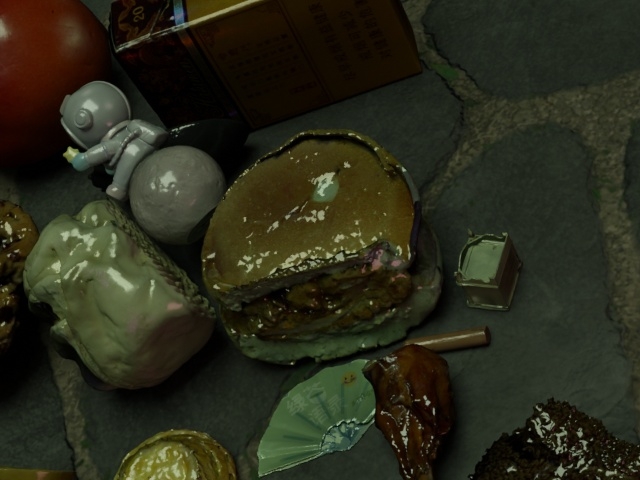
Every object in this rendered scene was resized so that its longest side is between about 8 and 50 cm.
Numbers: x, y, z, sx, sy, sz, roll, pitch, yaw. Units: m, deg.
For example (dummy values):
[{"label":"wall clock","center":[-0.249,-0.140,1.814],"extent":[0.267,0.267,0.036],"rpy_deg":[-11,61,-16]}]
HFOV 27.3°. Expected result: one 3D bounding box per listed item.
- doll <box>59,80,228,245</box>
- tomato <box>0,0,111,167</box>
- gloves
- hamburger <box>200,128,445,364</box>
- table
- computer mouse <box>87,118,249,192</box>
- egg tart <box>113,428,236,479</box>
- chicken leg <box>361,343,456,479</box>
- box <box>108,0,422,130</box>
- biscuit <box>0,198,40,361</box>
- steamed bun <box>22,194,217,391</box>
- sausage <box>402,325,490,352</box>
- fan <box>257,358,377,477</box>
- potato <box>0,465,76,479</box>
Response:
[{"label":"doll","center":[-0.262,-0.121,1.893],"extent":[0.287,0.151,0.151],"rpy_deg":[43,80,11]},{"label":"tomato","center":[-0.496,-0.287,2.170],"extent":[0.321,0.321,0.321],"rpy_deg":[-12,53,16]},{"label":"gloves","center":[0.304,0.295,1.491],"extent":[0.312,0.135,0.210],"rpy_deg":[2,67,29]},{"label":"hamburger","center":[0.000,0.000,1.798],"extent":[0.318,0.195,0.277],"rpy_deg":[-13,50,13]},{"label":"table","center":[0.221,0.038,1.741],"extent":[0.062,0.083,0.079],"rpy_deg":[6,61,26]},{"label":"computer mouse","center":[-0.233,-0.112,2.023],"extent":[0.264,0.147,0.088],"rpy_deg":[-14,73,13]},{"label":"egg tart","center":[-0.200,0.325,1.738],"extent":[0.191,0.074,0.191],"rpy_deg":[-10,53,14]},{"label":"chicken leg","center":[0.122,0.262,1.617],"extent":[0.113,0.093,0.304],"rpy_deg":[-25,46,21]},{"label":"box","center":[-0.083,-0.307,2.005],"extent":[0.415,0.264,0.116],"rpy_deg":[-18,53,13]},{"label":"biscuit","center":[-0.533,0.094,1.966],"extent":[0.334,0.081,0.289],"rpy_deg":[-56,37,14]},{"label":"steamed bun","center":[-0.296,0.085,1.841],"extent":[0.206,0.275,0.320],"rpy_deg":[-46,14,3]},{"label":"sausage","center":[0.166,0.133,1.737],"extent":[0.116,0.026,0.026],"rpy_deg":[-11,54,18]},{"label":"fan","center":[0.007,0.230,1.752],"extent":[0.240,0.009,0.131],"rpy_deg":[-34,48,-1]},{"label":"potato","center":[-0.439,0.375,1.765],"extent":[0.203,0.178,0.158],"rpy_deg":[6,80,10]}]
